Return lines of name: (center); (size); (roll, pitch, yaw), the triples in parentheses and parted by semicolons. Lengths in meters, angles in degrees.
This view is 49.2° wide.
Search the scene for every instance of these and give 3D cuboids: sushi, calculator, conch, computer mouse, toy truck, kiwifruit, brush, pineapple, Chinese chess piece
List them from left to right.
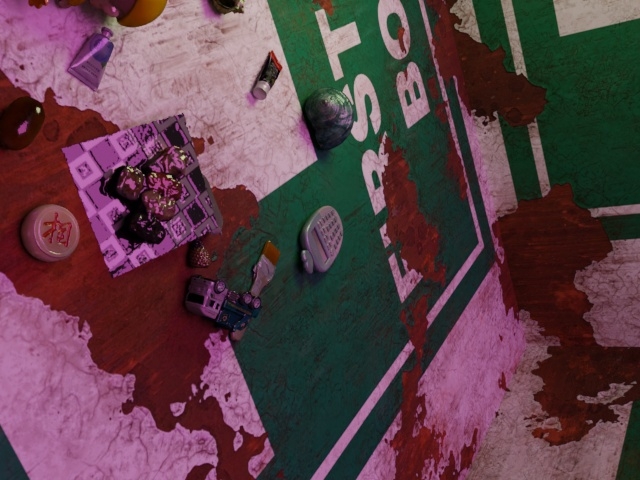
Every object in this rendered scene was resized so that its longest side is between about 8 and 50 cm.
kiwifruit: (-0.611, -0.239, 1.425); (0.075, 0.075, 0.124); (50, 51, -40)
Chinese chess piece: (-0.569, -0.015, 1.473); (0.122, 0.051, 0.122); (10, 78, -55)
sushi: (-0.395, -0.115, 1.665); (0.339, 0.069, 0.320); (-28, 110, -41)
pineapple: (-0.318, 0.010, 1.837); (0.058, 0.058, 0.124); (8, 78, -55)
computer mouse: (-0.309, -0.088, 1.857); (0.089, 0.056, 0.181); (-62, 134, -64)
toy truck: (-0.261, 0.175, 1.859); (0.216, 0.110, 0.116); (33, 70, -50)
conch: (-0.266, -0.681, 1.987); (0.121, 0.074, 0.089); (32, 22, -26)
brush: (-0.190, 0.149, 2.037); (0.085, 0.020, 0.336); (52, 46, -39)
calculator: (0.000, 0.000, 2.323); (0.295, 0.042, 0.184); (-54, 129, -48)
conch: (0.032, -0.418, 2.339); (0.202, 0.134, 0.196); (27, 62, -52)

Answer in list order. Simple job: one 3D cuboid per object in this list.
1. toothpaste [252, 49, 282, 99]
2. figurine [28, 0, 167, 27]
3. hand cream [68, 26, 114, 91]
toothpaste: (-0.160, -0.511, 2.155); (0.071, 0.045, 0.193); (57, 37, -35)
figurine: (-0.498, -0.580, 1.555); (0.344, 0.187, 0.215); (-22, 92, -48)
hand cream: (-0.518, -0.427, 1.612); (0.084, 0.053, 0.142); (38, 66, -48)
